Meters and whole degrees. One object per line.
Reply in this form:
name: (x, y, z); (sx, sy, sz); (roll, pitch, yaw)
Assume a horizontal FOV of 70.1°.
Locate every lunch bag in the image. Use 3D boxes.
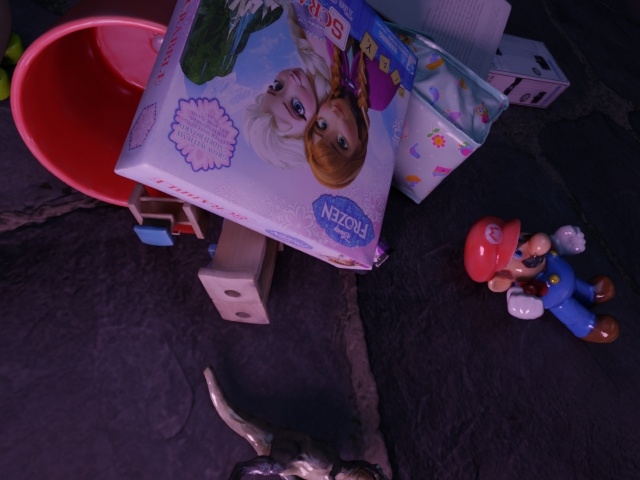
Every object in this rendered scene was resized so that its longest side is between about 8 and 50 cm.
lunch bag: (0.145, -0.226, 0.800); (0.262, 0.223, 0.160); (38, 63, 2)

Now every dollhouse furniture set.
dollhouse furniture set: (-0.153, 0.019, 0.601); (0.184, 0.128, 0.129); (4, 56, 7)

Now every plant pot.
plant pot: (-0.230, -0.220, 0.622); (0.275, 0.274, 0.243); (9, 47, -19)

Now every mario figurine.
mario figurine: (0.390, 0.053, 0.771); (0.321, 0.170, 0.198); (28, 19, -16)

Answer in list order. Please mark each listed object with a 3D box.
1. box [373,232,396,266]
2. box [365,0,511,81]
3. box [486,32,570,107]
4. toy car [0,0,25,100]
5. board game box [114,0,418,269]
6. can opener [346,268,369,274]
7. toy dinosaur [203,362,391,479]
box: (0.050, -0.031, 0.722); (0.162, 0.029, 0.116); (45, 14, 8)
box: (0.140, -0.424, 0.851); (0.346, 0.215, 0.168); (20, 89, -28)
box: (0.472, -0.440, 1.164); (0.290, 0.087, 0.169); (-1, 61, -25)
toy car: (-0.523, -0.289, 0.595); (0.189, 0.155, 0.148); (2, 60, -12)
board game box: (-0.024, -0.160, 0.530); (0.319, 0.066, 0.317); (24, 74, -42)
can opener: (0.000, 0.000, 0.705); (0.186, 0.073, 0.059); (35, 44, -12)
toy dinosaur: (-0.046, 0.261, 0.526); (0.268, 0.064, 0.118); (31, 47, -1)
